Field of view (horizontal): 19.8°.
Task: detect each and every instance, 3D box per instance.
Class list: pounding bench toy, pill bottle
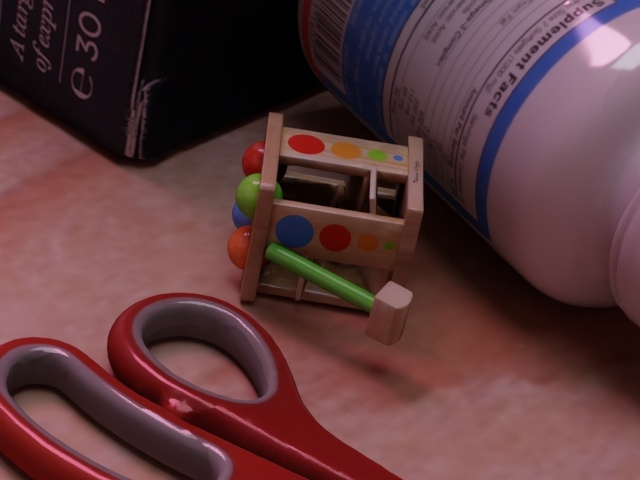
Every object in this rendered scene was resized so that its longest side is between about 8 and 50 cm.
[{"bbox_3d":[0.000,0.000,0.654,0.065,0.052,0.083,9,33,-4],"label":"pounding bench toy"},{"bbox_3d":[0.096,-0.052,0.698,0.124,0.124,0.221,-12,41,-32],"label":"pill bottle"}]

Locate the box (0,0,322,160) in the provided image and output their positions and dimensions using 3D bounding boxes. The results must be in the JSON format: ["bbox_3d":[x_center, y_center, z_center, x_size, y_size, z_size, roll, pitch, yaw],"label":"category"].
[{"bbox_3d":[-0.130,-0.271,0.797,0.395,0.293,0.212,32,38,28],"label":"box"}]

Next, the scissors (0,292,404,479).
[{"bbox_3d":[0.025,0.098,0.551,0.297,0.021,0.109,31,35,25],"label":"scissors"}]
